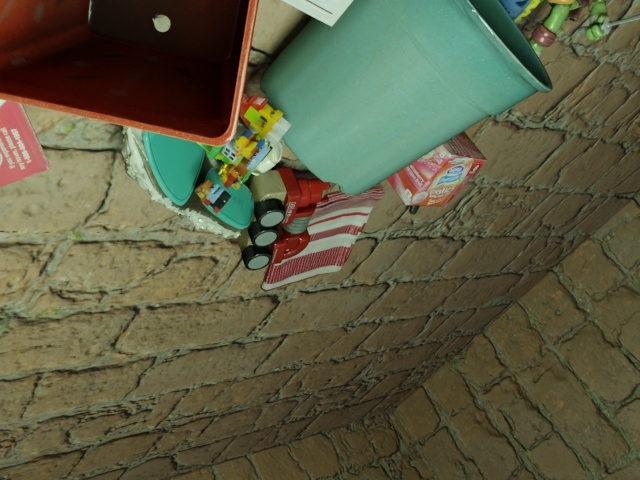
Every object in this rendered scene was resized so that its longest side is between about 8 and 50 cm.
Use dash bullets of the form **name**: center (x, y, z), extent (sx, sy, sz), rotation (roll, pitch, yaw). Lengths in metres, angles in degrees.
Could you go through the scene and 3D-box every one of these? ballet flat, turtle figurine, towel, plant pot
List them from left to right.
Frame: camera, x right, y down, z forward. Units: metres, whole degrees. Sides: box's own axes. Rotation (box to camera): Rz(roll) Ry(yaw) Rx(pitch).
- **plant pot**: center (-0.177, -0.270, 0.739), extent (0.235, 0.268, 0.267), rotation (-79, -178, -71)
- **ballet flat**: center (-0.238, -0.104, 1.195), extent (0.147, 0.147, 0.409), rotation (-34, 154, 1)
- **ballet flat**: center (-0.126, -0.169, 1.230), extent (0.108, 0.106, 0.316), rotation (-37, 154, 9)
- **towel**: center (0.000, 0.000, 1.750), extent (0.237, 0.037, 0.329), rotation (-15, 149, -32)
- **plant pot**: center (0.110, -0.261, 1.119), extent (0.334, 0.341, 0.341), rotation (-37, 155, 27)
- **turtle figurine**: center (0.409, -0.427, 1.290), extent (0.198, 0.274, 0.266), rotation (30, 124, -24)

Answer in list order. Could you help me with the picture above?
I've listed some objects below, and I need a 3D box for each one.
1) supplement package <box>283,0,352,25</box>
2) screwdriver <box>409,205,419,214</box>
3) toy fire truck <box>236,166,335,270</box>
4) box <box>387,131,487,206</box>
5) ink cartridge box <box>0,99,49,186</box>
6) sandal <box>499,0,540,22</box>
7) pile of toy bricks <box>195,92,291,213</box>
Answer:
- **supplement package**: center (0.021, -0.420, 0.919), extent (0.244, 0.133, 0.139), rotation (-46, 148, 25)
- **screwdriver**: center (0.249, -0.127, 1.837), extent (0.024, 0.025, 0.169), rotation (-18, 142, -26)
- **toy fire truck**: center (-0.045, -0.071, 1.480), extent (0.246, 0.158, 0.217), rotation (-8, 146, -23)
- **box**: center (0.162, -0.194, 1.338), extent (0.123, 0.256, 0.128), rotation (-1, 140, -46)
- **ink cartridge box**: center (-0.528, -0.136, 0.772), extent (0.385, 0.160, 0.279), rotation (-25, 153, -17)
- **sandal**: center (0.308, -0.485, 1.167), extent (0.138, 0.126, 0.317), rotation (-16, 141, -26)
- **pile of toy bricks**: center (-0.142, -0.133, 1.092), extent (0.118, 0.105, 0.212), rotation (-53, -173, -30)
